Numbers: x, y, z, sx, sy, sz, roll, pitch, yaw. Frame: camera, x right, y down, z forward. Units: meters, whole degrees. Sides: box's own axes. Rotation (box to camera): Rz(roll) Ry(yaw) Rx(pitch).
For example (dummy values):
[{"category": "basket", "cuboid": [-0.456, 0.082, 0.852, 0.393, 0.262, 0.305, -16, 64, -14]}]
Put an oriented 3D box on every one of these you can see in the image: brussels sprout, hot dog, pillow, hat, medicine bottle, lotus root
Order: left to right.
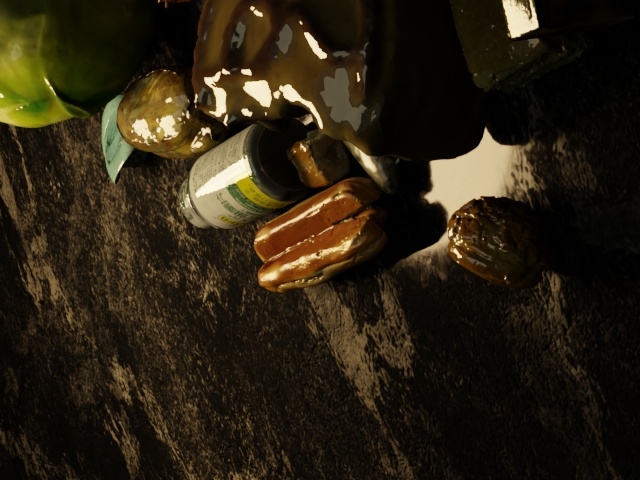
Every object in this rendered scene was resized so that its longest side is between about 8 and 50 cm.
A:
[{"category": "brussels sprout", "cuboid": [-0.486, -0.367, 2.282, 0.361, 0.425, 0.342, 43, 144, 36]}, {"category": "hat", "cuboid": [-0.372, -0.192, 2.473, 0.138, 0.078, 0.191, -51, 40, 39]}, {"category": "lotus root", "cuboid": [-0.250, -0.223, 2.218, 0.275, 0.152, 0.160, 4, 89, 52]}, {"category": "medicine bottle", "cuboid": [-0.126, -0.100, 2.089, 0.293, 0.141, 0.141, -22, 82, 55]}, {"category": "hot dog", "cuboid": [0.000, 0.000, 1.983, 0.337, 0.100, 0.135, -28, 69, 53]}, {"category": "pillow", "cuboid": [0.061, -0.175, 1.882, 0.241, 0.051, 0.093, 57, 135, 32]}]

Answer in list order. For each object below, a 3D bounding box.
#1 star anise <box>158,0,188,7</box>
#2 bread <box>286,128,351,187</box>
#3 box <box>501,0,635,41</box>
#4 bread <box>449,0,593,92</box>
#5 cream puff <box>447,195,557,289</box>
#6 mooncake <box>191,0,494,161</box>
[{"category": "star anise", "cuboid": [-0.202, -0.448, 2.101, 0.237, 0.148, 0.346, -165, 63, -76]}, {"category": "bread", "cuboid": [0.003, -0.128, 1.948, 0.070, 0.077, 0.083, -6, 114, 54]}, {"category": "box", "cuboid": [0.262, -0.355, 1.449, 0.071, 0.159, 0.240, -9, 94, 57]}, {"category": "bread", "cuboid": [0.234, -0.293, 1.557, 0.138, 0.102, 0.196, -22, 81, 52]}, {"category": "cream puff", "cuboid": [0.230, -0.004, 1.633, 0.144, 0.126, 0.103, 31, 109, 36]}, {"category": "mooncake", "cuboid": [0.014, -0.242, 1.731, 0.394, 0.246, 0.393, -38, 63, 40]}]
